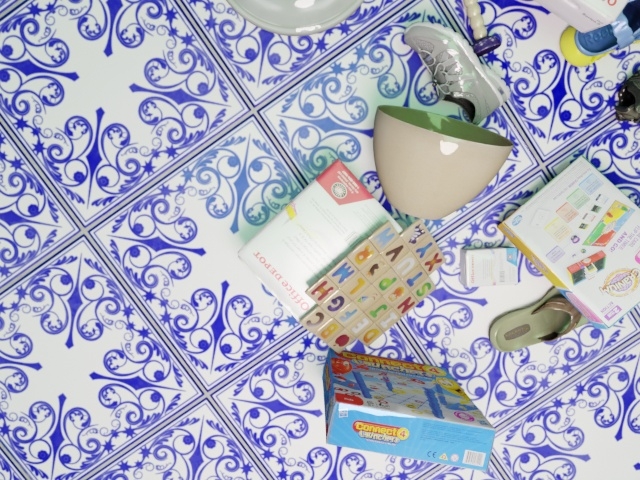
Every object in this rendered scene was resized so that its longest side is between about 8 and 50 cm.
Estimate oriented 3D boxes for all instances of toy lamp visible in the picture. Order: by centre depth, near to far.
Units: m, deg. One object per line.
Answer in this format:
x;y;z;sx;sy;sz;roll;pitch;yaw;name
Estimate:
0.332;-0.558;0.960;0.080;0.080;0.275;-21;96;1;toy lamp

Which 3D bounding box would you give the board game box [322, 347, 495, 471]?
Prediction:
0.163;0.346;0.930;0.308;0.302;0.086;11;95;-3;board game box

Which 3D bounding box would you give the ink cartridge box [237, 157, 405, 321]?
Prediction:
0.000;0.000;0.980;0.306;0.131;0.226;-41;95;4;ink cartridge box

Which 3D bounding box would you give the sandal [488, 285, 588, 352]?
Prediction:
0.557;0.192;1.030;0.302;0.086;0.120;-29;95;2;sandal

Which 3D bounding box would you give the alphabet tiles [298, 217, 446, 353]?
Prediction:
0.126;0.111;0.969;0.342;0.011;0.285;-41;131;2;alphabet tiles

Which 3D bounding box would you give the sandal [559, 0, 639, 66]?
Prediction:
0.709;-0.498;0.945;0.317;0.138;0.126;-32;93;0;sandal

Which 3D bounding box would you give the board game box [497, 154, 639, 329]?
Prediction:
0.610;0.002;0.976;0.242;0.064;0.316;-40;77;2;board game box

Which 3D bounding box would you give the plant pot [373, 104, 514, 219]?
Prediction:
0.232;-0.157;0.919;0.284;0.284;0.191;14;116;-2;plant pot

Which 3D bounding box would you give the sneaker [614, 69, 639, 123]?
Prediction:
0.771;-0.282;0.992;0.130;0.087;0.228;-32;92;4;sneaker

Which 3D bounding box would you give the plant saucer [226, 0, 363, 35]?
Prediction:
-0.058;-0.667;0.932;0.400;0.100;0.401;0;95;0;plant saucer

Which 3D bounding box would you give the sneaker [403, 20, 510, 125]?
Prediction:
0.291;-0.373;0.962;0.281;0.105;0.115;38;94;-5;sneaker

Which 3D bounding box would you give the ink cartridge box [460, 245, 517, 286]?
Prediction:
0.402;0.062;1.033;0.122;0.052;0.089;-3;95;-2;ink cartridge box

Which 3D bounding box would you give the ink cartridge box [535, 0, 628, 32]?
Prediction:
0.549;-0.592;0.838;0.198;0.115;0.273;29;103;-6;ink cartridge box
